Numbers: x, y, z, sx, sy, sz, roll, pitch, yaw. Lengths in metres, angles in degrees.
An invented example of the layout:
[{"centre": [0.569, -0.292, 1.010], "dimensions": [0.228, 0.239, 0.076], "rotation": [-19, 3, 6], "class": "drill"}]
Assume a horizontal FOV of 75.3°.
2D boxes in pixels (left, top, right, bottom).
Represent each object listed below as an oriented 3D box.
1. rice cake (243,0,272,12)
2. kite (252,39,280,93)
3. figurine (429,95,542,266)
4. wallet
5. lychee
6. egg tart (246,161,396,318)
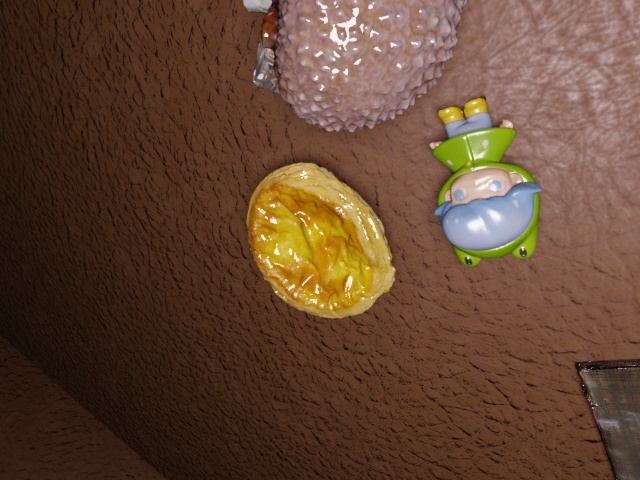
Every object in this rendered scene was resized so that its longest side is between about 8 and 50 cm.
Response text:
[{"centre": [-0.101, -0.527, 0.727], "dimensions": [0.085, 0.040, 0.226], "rotation": [15, 119, 25], "class": "rice cake"}, {"centre": [-0.031, -0.315, 0.801], "dimensions": [0.245, 0.015, 0.141], "rotation": [37, 128, 12], "class": "kite"}, {"centre": [0.258, -0.092, 0.667], "dimensions": [0.162, 0.143, 0.263], "rotation": [-12, 88, 26], "class": "figurine"}, {"centre": [0.587, 0.349, 0.728], "dimensions": [0.169, 0.044, 0.316], "rotation": [-17, 101, 39], "class": "wallet"}, {"centre": [0.054, -0.303, 0.604], "dimensions": [0.300, 0.300, 0.299], "rotation": [13, 118, 25], "class": "lychee"}, {"centre": [-0.001, -0.001, 0.856], "dimensions": [0.342, 0.132, 0.341], "rotation": [13, 118, 27], "class": "egg tart"}]
